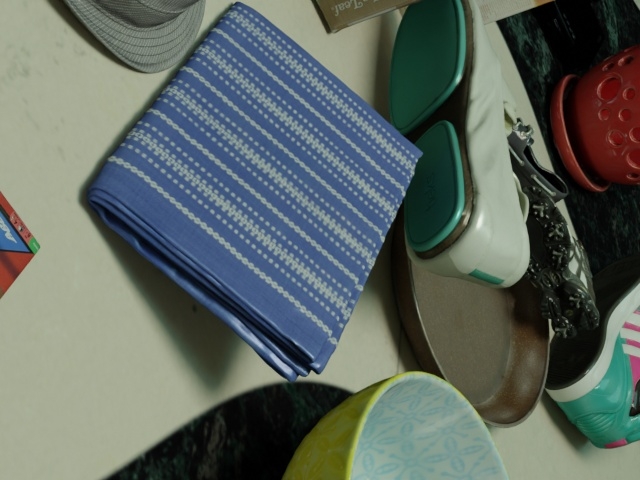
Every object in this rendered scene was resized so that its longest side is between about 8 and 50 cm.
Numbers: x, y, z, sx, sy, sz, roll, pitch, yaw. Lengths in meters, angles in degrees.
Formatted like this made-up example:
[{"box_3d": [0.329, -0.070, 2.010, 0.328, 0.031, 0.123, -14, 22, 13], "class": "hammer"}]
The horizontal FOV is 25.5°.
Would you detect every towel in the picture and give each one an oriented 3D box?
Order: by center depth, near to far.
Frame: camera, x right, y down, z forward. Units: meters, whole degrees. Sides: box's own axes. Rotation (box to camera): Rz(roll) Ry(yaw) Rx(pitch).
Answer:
[{"box_3d": [-0.046, -0.053, 1.247, 0.243, 0.040, 0.336, 40, 40, -10], "class": "towel"}]

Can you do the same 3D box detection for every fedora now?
[{"box_3d": [-0.138, -0.289, 1.181, 0.275, 0.124, 0.244, 58, 36, -24], "class": "fedora"}]

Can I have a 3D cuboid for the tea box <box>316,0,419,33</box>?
[{"box_3d": [0.094, -0.445, 1.511, 0.324, 0.220, 0.329, 64, 34, -15], "class": "tea box"}]

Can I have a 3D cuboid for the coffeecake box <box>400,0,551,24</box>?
[{"box_3d": [0.203, -0.299, 1.645, 0.142, 0.185, 0.068, -43, 113, -55], "class": "coffeecake box"}]

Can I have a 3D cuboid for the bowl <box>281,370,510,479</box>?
[{"box_3d": [0.040, 0.265, 1.185, 0.289, 0.156, 0.290, 28, 55, -48], "class": "bowl"}]

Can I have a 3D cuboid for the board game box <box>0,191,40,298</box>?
[{"box_3d": [-0.302, -0.059, 0.924, 0.281, 0.027, 0.145, 58, 37, -25], "class": "board game box"}]

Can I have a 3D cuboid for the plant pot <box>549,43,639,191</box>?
[{"box_3d": [0.420, -0.163, 1.929, 0.191, 0.174, 0.191, 28, 54, -48], "class": "plant pot"}]

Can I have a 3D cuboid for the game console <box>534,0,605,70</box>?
[{"box_3d": [0.376, -0.407, 2.089, 0.213, 0.044, 0.361, 62, 34, -19], "class": "game console"}]

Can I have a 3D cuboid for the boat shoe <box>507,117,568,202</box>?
[{"box_3d": [0.242, -0.127, 1.744, 0.206, 0.065, 0.075, 60, 35, -21], "class": "boat shoe"}]

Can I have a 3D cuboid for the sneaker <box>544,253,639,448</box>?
[{"box_3d": [0.392, 0.158, 1.794, 0.178, 0.123, 0.295, 57, 44, -17], "class": "sneaker"}]

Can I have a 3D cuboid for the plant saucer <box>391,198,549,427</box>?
[{"box_3d": [0.161, 0.056, 1.560, 0.310, 0.050, 0.311, 30, 52, -48], "class": "plant saucer"}]

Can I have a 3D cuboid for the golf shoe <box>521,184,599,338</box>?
[{"box_3d": [0.264, 0.014, 1.635, 0.094, 0.077, 0.198, -68, 140, -58], "class": "golf shoe"}]

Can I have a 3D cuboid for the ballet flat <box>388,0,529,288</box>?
[{"box_3d": [0.149, -0.104, 1.467, 0.139, 0.139, 0.400, 46, 31, -37], "class": "ballet flat"}]
